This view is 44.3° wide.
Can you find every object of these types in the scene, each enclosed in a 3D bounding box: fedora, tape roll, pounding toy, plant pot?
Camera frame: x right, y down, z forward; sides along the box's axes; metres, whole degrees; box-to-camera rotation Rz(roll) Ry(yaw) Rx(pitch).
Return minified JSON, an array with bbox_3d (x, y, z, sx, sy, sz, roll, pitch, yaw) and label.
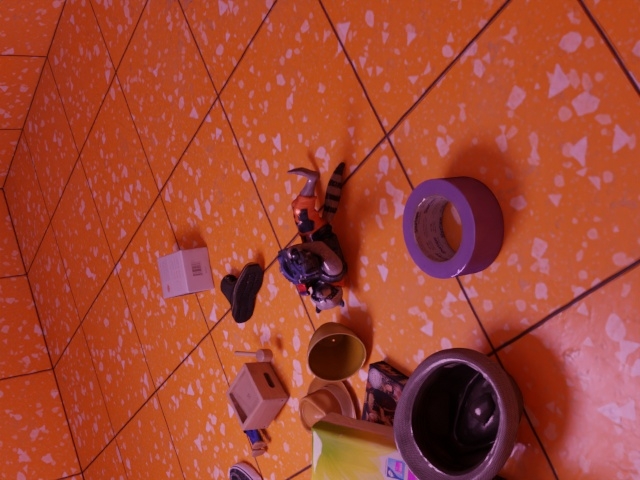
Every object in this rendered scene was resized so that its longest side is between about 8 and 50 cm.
[{"bbox_3d":[0.275,0.328,1.460,0.244,0.124,0.275,41,115,39],"label":"fedora"},{"bbox_3d":[0.246,-0.025,1.477,0.189,0.080,0.188,13,106,53],"label":"tape roll"},{"bbox_3d":[-0.160,0.366,2.089,0.206,0.094,0.181,-58,46,29],"label":"pounding toy"},{"bbox_3d":[0.004,0.411,1.879,0.194,0.079,0.194,13,106,51],"label":"fedora"},{"bbox_3d":[0.029,0.240,1.792,0.095,0.134,0.134,-109,28,-61],"label":"plant pot"}]

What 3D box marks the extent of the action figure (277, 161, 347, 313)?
[{"bbox_3d":[0.000,0.000,1.740,0.341,0.179,0.330,-161,61,-77],"label":"action figure"}]

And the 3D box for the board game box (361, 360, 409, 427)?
[{"bbox_3d":[0.157,0.406,1.704,0.165,0.042,0.243,27,117,48],"label":"board game box"}]

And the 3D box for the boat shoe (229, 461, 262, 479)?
[{"bbox_3d":[-0.194,0.753,2.184,0.301,0.102,0.108,53,135,33],"label":"boat shoe"}]

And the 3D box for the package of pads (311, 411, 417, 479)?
[{"bbox_3d":[0.124,0.502,1.625,0.297,0.101,0.229,9,107,24],"label":"package of pads"}]

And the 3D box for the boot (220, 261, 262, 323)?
[{"bbox_3d":[-0.229,0.111,2.147,0.137,0.077,0.197,53,133,41],"label":"boot"}]

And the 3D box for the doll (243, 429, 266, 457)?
[{"bbox_3d":[-0.204,0.506,2.202,0.189,0.046,0.129,57,146,40],"label":"doll"}]

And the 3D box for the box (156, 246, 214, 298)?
[{"bbox_3d":[-0.408,0.098,2.363,0.170,0.091,0.130,-15,85,53],"label":"box"}]

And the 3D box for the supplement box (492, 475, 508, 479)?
[{"bbox_3d":[0.283,0.525,1.432,0.194,0.191,0.129,9,104,53],"label":"supplement box"}]
